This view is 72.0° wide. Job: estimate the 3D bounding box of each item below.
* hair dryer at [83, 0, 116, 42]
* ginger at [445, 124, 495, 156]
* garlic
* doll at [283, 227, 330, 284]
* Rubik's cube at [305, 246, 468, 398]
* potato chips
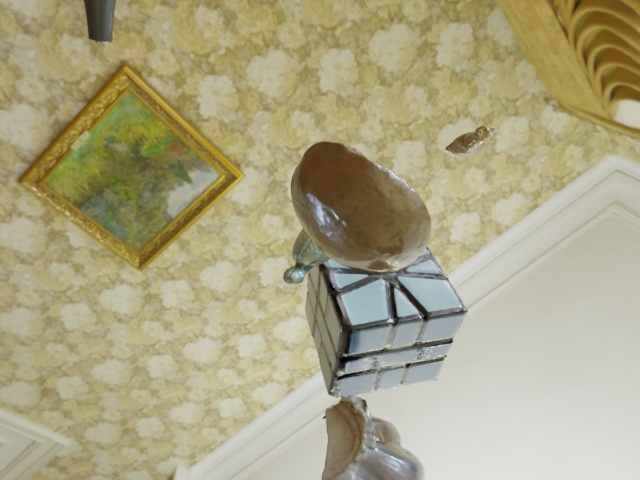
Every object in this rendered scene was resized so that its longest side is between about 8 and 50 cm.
[{"bbox_3d":[-0.428,-0.560,0.967,0.271,0.092,0.235,-65,169,-62],"label":"hair dryer"},{"bbox_3d":[0.425,-0.272,1.208,0.096,0.067,0.165,-8,178,-23],"label":"ginger"},{"bbox_3d":[0.079,0.440,0.849,0.210,0.291,0.237,-38,-141,-13],"label":"garlic"},{"bbox_3d":[0.000,0.000,0.878,0.072,0.103,0.214,38,-91,21],"label":"doll"},{"bbox_3d":[0.131,0.169,1.059,0.289,0.283,0.293,-6,-140,-11],"label":"Rubik's cube"},{"bbox_3d":[0.040,-0.028,0.583,0.196,0.208,0.061,1,-142,32],"label":"potato chips"}]
